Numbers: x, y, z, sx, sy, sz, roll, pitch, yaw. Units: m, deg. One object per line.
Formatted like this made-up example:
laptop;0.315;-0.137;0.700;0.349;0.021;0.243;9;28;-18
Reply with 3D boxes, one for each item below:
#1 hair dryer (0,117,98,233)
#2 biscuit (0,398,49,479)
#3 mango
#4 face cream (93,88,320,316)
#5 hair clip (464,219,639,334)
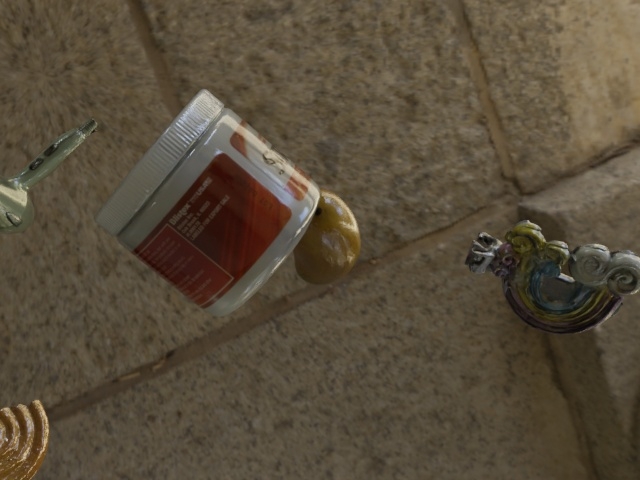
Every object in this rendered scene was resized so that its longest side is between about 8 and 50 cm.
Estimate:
hair dryer;-0.442;-0.101;1.229;0.088;0.219;0.225;45;101;12
biscuit;-0.546;0.358;1.416;0.224;0.033;0.145;-15;77;-38
mango;0.000;0.000;1.403;0.136;0.228;0.099;26;58;15
face cream;-0.127;-0.041;0.992;0.187;0.201;0.201;40;87;-11
hair clip;0.231;0.039;0.862;0.172;0.049;0.116;23;132;16
